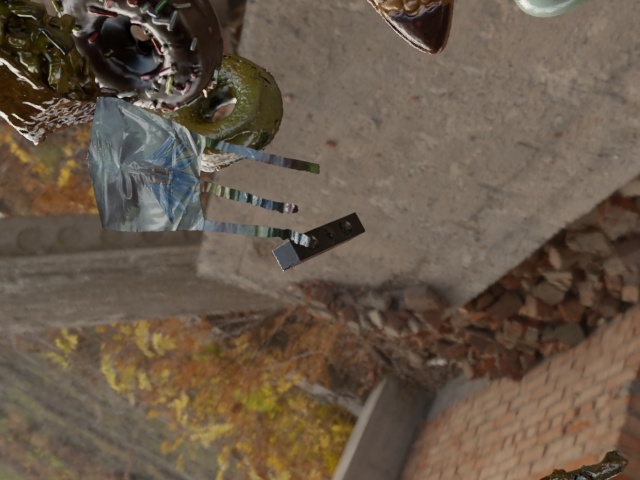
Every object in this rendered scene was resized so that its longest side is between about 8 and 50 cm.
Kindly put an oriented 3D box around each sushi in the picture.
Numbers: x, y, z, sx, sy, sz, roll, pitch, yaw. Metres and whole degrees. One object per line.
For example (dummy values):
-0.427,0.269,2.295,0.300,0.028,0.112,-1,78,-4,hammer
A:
-0.372,-0.241,0.988,0.179,0.167,0.296,-33,114,19,sushi

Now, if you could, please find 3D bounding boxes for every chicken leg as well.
0.514,0.474,1.564,0.198,0.085,0.069,-36,125,18,chicken leg

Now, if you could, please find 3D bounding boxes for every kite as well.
-0.146,-0.077,0.930,0.310,0.015,0.169,7,110,21,kite

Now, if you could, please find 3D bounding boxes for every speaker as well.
0.000,0.000,1.307,0.046,0.191,0.040,-31,86,38,speaker

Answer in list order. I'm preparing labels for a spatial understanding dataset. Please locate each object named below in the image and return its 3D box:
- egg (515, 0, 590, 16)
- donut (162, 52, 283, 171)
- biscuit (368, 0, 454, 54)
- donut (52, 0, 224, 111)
0.457,-0.521,1.450,0.183,0.264,0.183,42,-176,-4,egg
-0.218,-0.280,1.696,0.272,0.272,0.107,15,173,23,donut
0.091,-0.356,0.956,0.183,0.043,0.280,-11,104,32,biscuit
-0.271,-0.303,1.178,0.270,0.103,0.269,13,139,11,donut
